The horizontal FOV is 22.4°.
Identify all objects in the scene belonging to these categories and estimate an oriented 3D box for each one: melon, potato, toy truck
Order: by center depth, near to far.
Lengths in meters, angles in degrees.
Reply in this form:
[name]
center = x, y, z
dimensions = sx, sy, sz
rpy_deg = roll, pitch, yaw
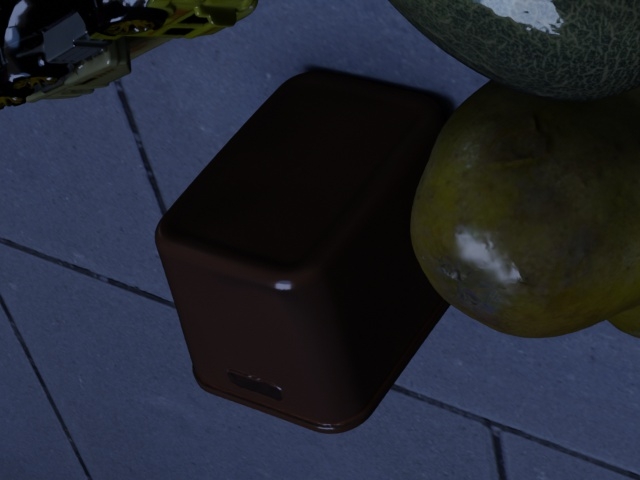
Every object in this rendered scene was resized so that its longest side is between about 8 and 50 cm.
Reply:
[melon]
center = 0.177, -0.257, 1.369
dimensions = 0.329, 0.248, 0.248
rpy_deg = 32, 149, 8
[potato]
center = 0.246, 0.010, 1.627
dimensions = 0.290, 0.296, 0.397
rpy_deg = 8, 138, 41
[toy truck]
center = -0.236, -0.270, 1.782
dimensions = 0.405, 0.254, 0.180
rpy_deg = -19, 80, 49

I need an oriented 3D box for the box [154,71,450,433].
[box]
center = 0.000, 0.000, 1.815
dimensions = 0.239, 0.339, 0.229
rpy_deg = 16, 140, 31
